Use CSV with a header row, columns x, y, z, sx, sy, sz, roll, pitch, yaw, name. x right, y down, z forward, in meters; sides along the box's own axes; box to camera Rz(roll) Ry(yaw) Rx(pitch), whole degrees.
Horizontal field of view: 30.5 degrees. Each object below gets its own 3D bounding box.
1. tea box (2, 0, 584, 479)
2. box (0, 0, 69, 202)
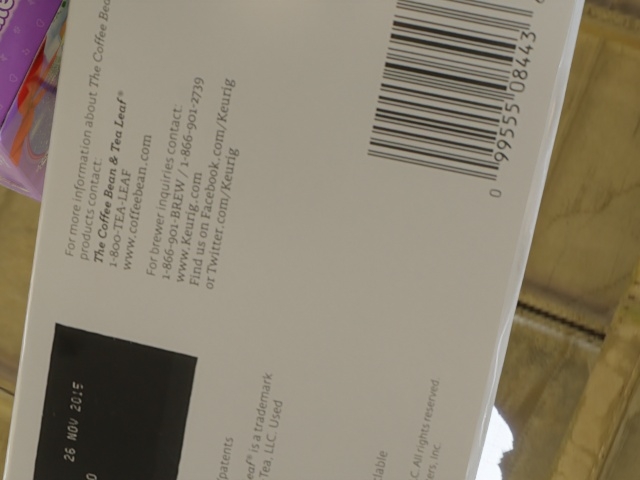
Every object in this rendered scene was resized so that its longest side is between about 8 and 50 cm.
x,y,z,sx,sy,sz,roll,pitch,yaw,name
0.000,0.000,0.654,0.219,0.323,0.329,13,-77,6,tea box
-0.146,-0.134,0.655,0.057,0.293,0.201,25,-98,-7,box
